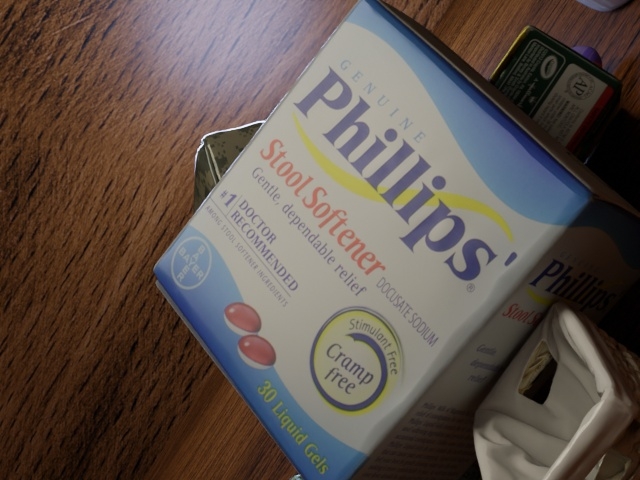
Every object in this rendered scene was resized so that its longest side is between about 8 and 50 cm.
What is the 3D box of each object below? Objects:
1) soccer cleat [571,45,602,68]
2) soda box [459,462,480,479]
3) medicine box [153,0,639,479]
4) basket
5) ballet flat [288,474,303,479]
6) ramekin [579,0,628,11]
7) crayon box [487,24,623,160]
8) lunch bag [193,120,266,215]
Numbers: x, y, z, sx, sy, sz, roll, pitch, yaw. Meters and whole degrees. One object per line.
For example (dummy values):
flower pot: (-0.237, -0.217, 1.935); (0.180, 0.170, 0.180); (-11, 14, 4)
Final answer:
soccer cleat: (0.221, -0.149, 1.354); (0.248, 0.095, 0.083); (-41, 35, -1)
soda box: (0.047, 0.256, 1.125); (0.092, 0.083, 0.263); (-63, 9, -28)
medicine box: (0.058, 0.012, 0.900); (0.289, 0.263, 0.149); (-52, -35, 15)
basket: (0.172, 0.129, 0.734); (0.113, 0.103, 0.167); (-56, 8, 14)
ballet flat: (-0.047, 0.367, 1.433); (0.188, 0.070, 0.070); (-56, 8, 8)
ramekin: (0.377, -0.424, 1.481); (0.277, 0.135, 0.277); (-57, 7, 11)
crayon box: (0.150, -0.012, 1.136); (0.363, 0.106, 0.313); (-57, -11, 10)
lunch bag: (0.000, 0.000, 1.350); (0.305, 0.256, 0.212); (98, 153, -54)
